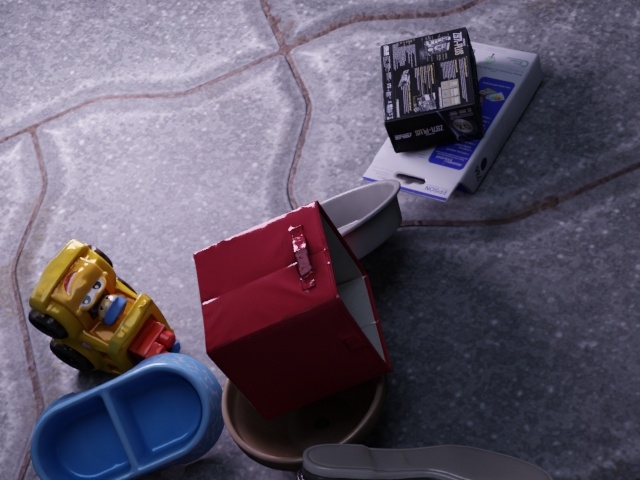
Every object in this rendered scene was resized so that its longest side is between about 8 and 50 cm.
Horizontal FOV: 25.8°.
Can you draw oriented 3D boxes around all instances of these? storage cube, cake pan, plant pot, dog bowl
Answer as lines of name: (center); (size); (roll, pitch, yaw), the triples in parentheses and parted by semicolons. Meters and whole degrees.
storage cube: (-0.038, 0.098, 1.886); (0.193, 0.215, 0.183); (-22, 48, 11)
cake pan: (0.000, 0.000, 2.106); (0.293, 0.054, 0.293); (-27, 12, 6)
plant pot: (-0.012, 0.235, 1.973); (0.237, 0.110, 0.237); (-10, 49, 12)
dog bowl: (-0.283, 0.272, 2.012); (0.297, 0.074, 0.166); (-24, 84, 0)

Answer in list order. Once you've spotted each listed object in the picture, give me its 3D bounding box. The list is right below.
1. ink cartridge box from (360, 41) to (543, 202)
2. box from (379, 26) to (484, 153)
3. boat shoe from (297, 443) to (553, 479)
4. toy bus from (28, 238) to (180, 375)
ink cartridge box: (0.216, -0.182, 2.258); (0.165, 0.065, 0.332); (18, 59, 31)
box: (0.176, -0.240, 2.227); (0.147, 0.077, 0.180); (-12, 49, 12)
boat shoe: (0.134, 0.331, 1.836); (0.335, 0.095, 0.112); (5, 19, -4)
toy bus: (-0.307, 0.126, 2.108); (0.211, 0.220, 0.149); (23, 66, 26)
